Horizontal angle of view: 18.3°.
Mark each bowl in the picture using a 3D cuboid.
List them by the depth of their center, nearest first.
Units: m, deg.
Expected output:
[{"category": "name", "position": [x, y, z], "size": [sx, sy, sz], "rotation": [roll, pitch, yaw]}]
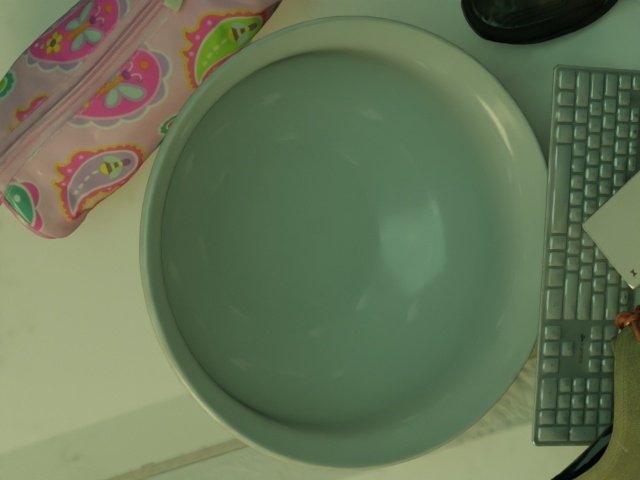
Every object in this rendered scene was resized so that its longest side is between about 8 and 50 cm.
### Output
[{"category": "bowl", "position": [0.000, 0.000, 1.331], "size": [0.298, 0.134, 0.298], "rotation": [-1, 93, -24]}]

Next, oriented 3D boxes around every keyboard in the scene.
[{"category": "keyboard", "position": [0.180, 0.011, 1.335], "size": [0.014, 0.072, 0.256], "rotation": [7, 95, 60]}]

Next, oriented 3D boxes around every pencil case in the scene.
[{"category": "pencil case", "position": [-0.135, -0.133, 1.417], "size": [0.284, 0.124, 0.124], "rotation": [-44, 77, 17]}]

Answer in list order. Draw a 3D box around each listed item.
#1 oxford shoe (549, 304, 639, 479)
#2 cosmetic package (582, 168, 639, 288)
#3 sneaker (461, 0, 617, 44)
[{"category": "oxford shoe", "position": [0.252, 0.065, 1.250], "size": [0.130, 0.123, 0.348], "rotation": [29, 109, 9]}, {"category": "cosmetic package", "position": [0.280, -0.070, 1.245], "size": [0.239, 0.099, 0.060], "rotation": [-46, 73, 28]}, {"category": "sneaker", "position": [0.197, -0.224, 1.300], "size": [0.267, 0.106, 0.101], "rotation": [-35, 81, 19]}]
